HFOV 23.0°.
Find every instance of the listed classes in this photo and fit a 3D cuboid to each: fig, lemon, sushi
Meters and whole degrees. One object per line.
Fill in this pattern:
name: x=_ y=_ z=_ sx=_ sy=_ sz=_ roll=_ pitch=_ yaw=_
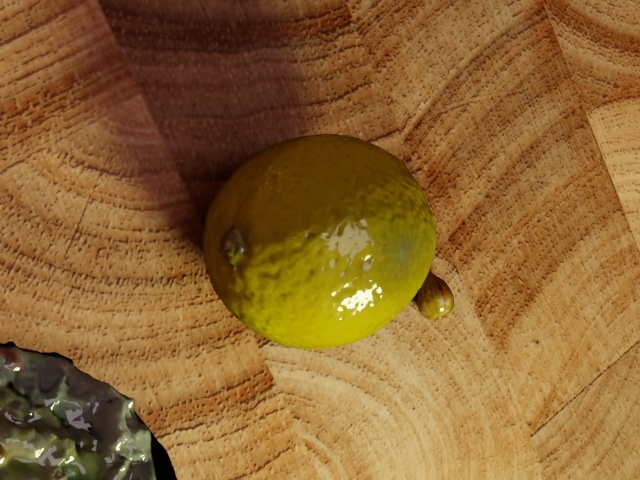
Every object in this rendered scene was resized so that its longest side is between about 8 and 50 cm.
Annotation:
fig: x=0.141 y=0.062 z=2.019 sx=0.050 sy=0.050 sz=0.083 roll=-18 pitch=79 yaw=-38
lemon: x=-0.001 y=0.000 z=1.782 sx=0.267 sy=0.267 sz=0.267 roll=3 pitch=85 yaw=-38
sushi: x=-0.326 y=0.281 z=1.484 sx=0.329 sy=0.285 sz=0.328 roll=0 pitch=67 yaw=-37
